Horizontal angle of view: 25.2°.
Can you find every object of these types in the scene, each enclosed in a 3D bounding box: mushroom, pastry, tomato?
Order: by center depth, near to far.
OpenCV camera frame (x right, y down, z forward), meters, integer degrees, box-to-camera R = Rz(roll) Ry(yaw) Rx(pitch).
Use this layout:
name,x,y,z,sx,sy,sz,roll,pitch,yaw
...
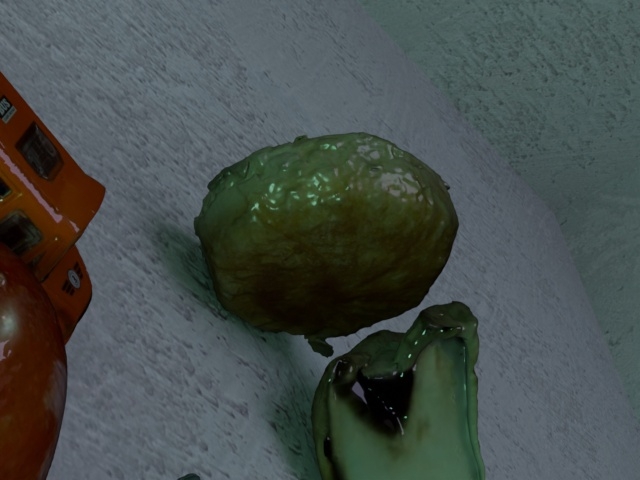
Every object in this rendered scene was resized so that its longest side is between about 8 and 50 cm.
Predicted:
name,x,y,z,sx,sy,sz,roll,pitch,yaw
tomato,-0.279,0.078,1.047,0.309,0.170,0.309,49,23,-28
pastry,0.000,0.000,1.684,0.330,0.330,0.136,37,35,-47
mushroom,0.074,0.217,1.723,0.212,0.218,0.292,-140,-133,-60

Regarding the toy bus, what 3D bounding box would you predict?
name,x,y,z,sx,sy,sz,roll,pitch,yaw
toy bus,-0.299,-0.053,1.226,0.329,0.153,0.143,53,18,-17

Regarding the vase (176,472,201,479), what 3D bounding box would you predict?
name,x,y,z,sx,sy,sz,roll,pitch,yaw
vase,-0.076,0.314,1.366,0.211,0.060,0.060,56,19,-3
